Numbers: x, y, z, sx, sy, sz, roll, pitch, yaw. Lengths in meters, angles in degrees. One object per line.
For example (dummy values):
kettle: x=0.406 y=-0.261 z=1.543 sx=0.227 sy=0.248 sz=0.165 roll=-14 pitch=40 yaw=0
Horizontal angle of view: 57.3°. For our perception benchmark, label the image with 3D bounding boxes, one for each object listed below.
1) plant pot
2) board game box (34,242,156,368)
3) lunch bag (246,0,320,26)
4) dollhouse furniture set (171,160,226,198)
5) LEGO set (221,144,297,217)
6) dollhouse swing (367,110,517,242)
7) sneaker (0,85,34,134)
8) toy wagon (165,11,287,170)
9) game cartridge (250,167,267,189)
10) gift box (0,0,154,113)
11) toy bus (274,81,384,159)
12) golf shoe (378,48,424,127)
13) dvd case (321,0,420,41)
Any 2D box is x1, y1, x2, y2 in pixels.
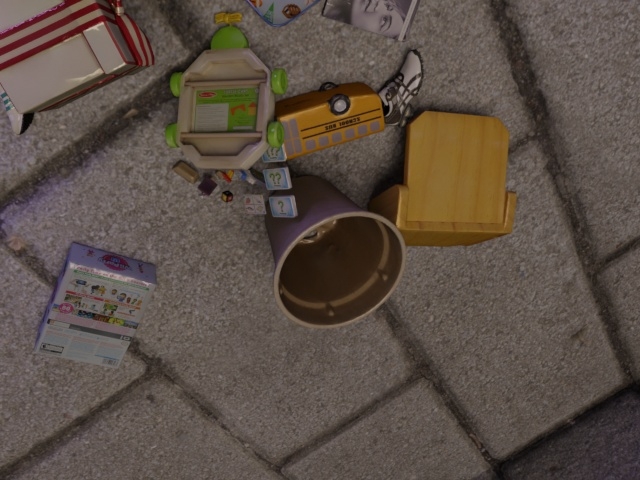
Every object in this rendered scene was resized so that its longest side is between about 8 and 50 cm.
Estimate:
plant pot: x=0.000 y=0.000 z=1.485 sx=0.334 sy=0.305 sz=0.333 roll=-11 pitch=125 yaw=-16
board game box: x=-0.595 y=0.180 z=1.553 sx=0.224 sy=0.097 sz=0.303 roll=19 pitch=115 yaw=-27
lunch bag: x=-0.057 y=-0.608 z=1.188 sx=0.303 sy=0.115 sz=0.243 roll=-32 pitch=124 yaw=25
dollhouse furniture set: x=-0.314 y=-0.161 z=1.482 sx=0.114 sy=0.091 sz=0.081 roll=36 pitch=149 yaw=-9
LEGO set: x=-0.169 y=-0.141 z=1.378 sx=0.060 sy=0.244 sz=0.182 roll=-25 pitch=111 yaw=-43
dollhouse swing: x=0.324 y=-0.156 z=1.630 sx=0.347 sy=0.315 sz=0.305 roll=0 pitch=80 yaw=-17
sneaker: x=-0.666 y=-0.311 z=1.264 sx=0.075 sy=0.057 sz=0.161 roll=14 pitch=118 yaw=-5
toy wagon: x=-0.204 y=-0.329 z=1.302 sx=0.267 sy=0.068 sz=0.344 roll=3 pitch=86 yaw=16
game cartridge: x=-0.163 y=-0.161 z=1.498 sx=0.083 sy=0.056 sz=0.017 roll=28 pitch=116 yaw=-30
gift box: x=-0.489 y=-0.414 z=1.137 sx=0.258 sy=0.276 sz=0.255 roll=-24 pitch=111 yaw=3
toy bus: x=-0.020 y=-0.293 z=1.431 sx=0.333 sy=0.108 sz=0.130 roll=-18 pitch=125 yaw=-6
golf shoe: x=0.196 y=-0.379 z=1.462 sx=0.094 sy=0.077 sz=0.198 roll=3 pitch=118 yaw=-18
dvd case: x=0.129 y=-0.572 z=1.359 sx=0.221 sy=0.018 sz=0.164 roll=9 pitch=117 yaw=-22
